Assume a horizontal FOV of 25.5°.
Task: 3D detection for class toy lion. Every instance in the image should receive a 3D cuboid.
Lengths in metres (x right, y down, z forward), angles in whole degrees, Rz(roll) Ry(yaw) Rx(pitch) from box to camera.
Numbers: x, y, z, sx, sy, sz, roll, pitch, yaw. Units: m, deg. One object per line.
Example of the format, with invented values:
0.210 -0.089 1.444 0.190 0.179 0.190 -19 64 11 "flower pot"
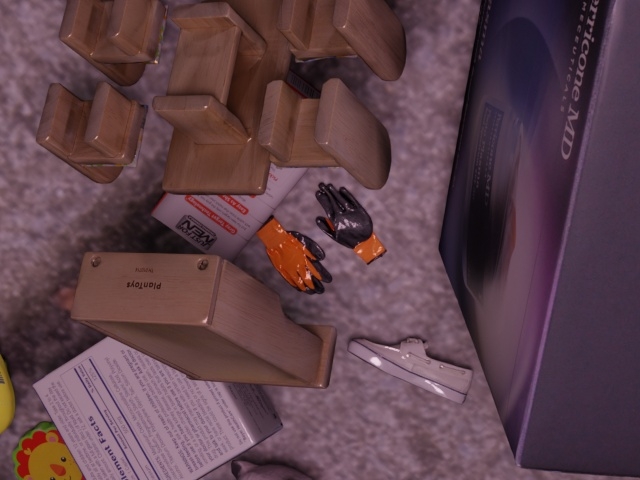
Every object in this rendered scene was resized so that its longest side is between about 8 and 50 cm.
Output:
-0.208 0.197 1.150 0.096 0.034 0.100 24 113 1 "toy lion"

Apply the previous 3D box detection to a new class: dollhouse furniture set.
-0.056 -0.040 0.933 0.212 0.161 0.242 1 71 26 "dollhouse furniture set"

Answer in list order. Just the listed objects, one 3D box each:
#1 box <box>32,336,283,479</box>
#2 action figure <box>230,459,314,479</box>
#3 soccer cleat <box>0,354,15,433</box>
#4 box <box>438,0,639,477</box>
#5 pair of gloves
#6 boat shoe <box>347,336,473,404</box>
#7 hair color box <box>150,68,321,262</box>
-0.122 0.125 1.068 0.137 0.072 0.126 -32 85 16 "box"
-0.068 0.325 1.120 0.341 0.178 0.330 -1 110 -22 "action figure"
-0.334 0.048 1.043 0.093 0.121 0.289 -28 109 15 "soccer cleat"
0.195 -0.057 0.853 0.183 0.294 0.296 4 113 -7 "box"
0.000 0.000 1.058 0.083 0.010 0.074 -33 107 16 "pair of gloves"
0.070 0.091 1.083 0.100 0.035 0.035 24 86 -2 "boat shoe"
-0.052 -0.056 1.020 0.072 0.043 0.141 37 110 -11 "hair color box"
